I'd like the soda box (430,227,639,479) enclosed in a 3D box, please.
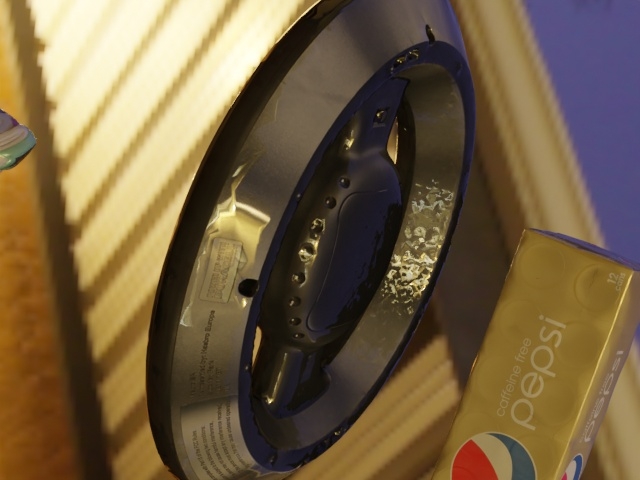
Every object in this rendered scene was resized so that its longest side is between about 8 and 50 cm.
[{"bbox_3d":[0.105,0.088,0.968,0.061,0.058,0.181,22,-84,22],"label":"soda box"}]

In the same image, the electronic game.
[{"bbox_3d":[0.000,0.000,0.794,0.048,0.229,0.229,23,-71,22],"label":"electronic game"}]

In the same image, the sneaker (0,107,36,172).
[{"bbox_3d":[-0.238,-0.056,1.238,0.069,0.098,0.038,45,-35,-3],"label":"sneaker"}]
